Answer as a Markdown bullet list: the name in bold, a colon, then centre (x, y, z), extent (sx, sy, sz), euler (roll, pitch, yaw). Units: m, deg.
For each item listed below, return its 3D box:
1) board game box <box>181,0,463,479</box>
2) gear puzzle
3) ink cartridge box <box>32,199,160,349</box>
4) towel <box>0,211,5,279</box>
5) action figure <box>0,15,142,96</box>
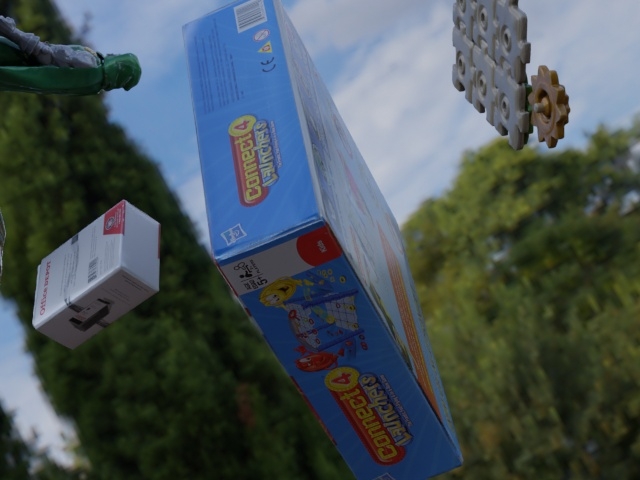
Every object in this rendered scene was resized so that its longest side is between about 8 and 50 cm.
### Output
- **board game box**: centre (0.000, 0.000, 1.234), extent (0.086, 0.308, 0.302), euler (-22, -50, 9)
- **gear puzzle**: centre (0.217, -0.203, 1.686), extent (0.044, 0.175, 0.339), euler (-7, 26, -11)
- **ink cartridge box**: centre (-0.232, 0.037, 1.570), extent (0.135, 0.099, 0.056), euler (-33, -50, 28)
- **towel**: centre (-0.396, -0.063, 1.712), extent (0.040, 0.271, 0.370), euler (-2, -47, -4)
- **action figure**: centre (-0.265, -0.151, 1.256), extent (0.232, 0.063, 0.137), euler (6, -4, -14)
